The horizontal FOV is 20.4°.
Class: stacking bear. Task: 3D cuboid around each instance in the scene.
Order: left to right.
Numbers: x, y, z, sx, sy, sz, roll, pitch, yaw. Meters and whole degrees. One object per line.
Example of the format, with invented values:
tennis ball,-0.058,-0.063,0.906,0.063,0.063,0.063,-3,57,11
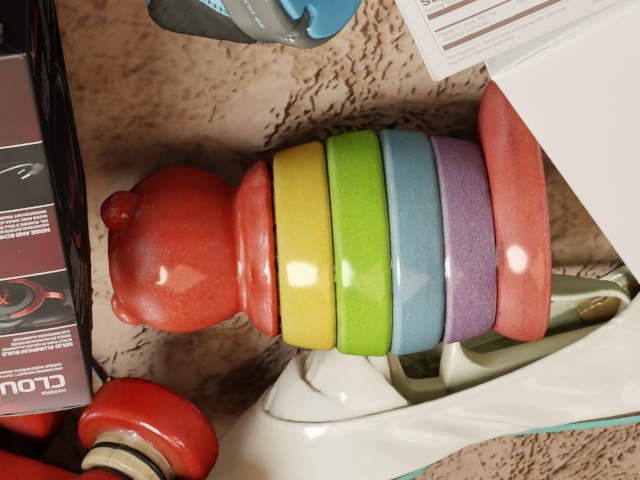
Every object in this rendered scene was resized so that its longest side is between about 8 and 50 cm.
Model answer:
stacking bear,0.000,0.000,1.194,0.289,0.164,0.175,-4,132,-1

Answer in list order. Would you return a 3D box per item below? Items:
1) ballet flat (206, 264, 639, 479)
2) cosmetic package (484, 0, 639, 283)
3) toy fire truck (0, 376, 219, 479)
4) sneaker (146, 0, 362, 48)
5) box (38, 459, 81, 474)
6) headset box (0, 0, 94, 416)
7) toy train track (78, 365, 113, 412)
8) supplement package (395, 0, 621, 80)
ballet flat,0.085,0.099,1.327,0.400,0.139,0.139,-14,133,-3
cosmetic package,0.237,-0.079,1.134,0.155,0.197,0.365,-30,128,17
toy fire truck,-0.191,0.227,1.289,0.302,0.169,0.254,13,140,21
sneaker,-0.101,-0.249,0.961,0.140,0.125,0.340,2,125,42
box,-0.198,0.277,1.472,0.184,0.045,0.190,25,123,-26
headset box,-0.204,-0.049,1.061,0.110,0.218,0.293,-7,133,-3
toy train track,-0.169,0.105,1.345,0.048,0.014,0.083,-17,127,15
supplement package,0.137,-0.245,0.959,0.262,0.204,0.145,-22,132,10
